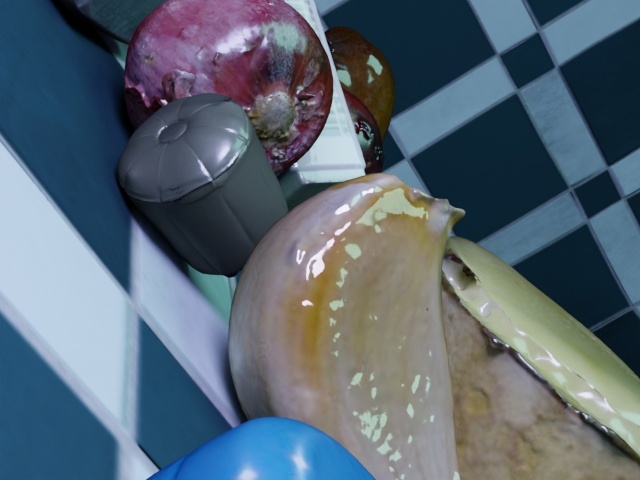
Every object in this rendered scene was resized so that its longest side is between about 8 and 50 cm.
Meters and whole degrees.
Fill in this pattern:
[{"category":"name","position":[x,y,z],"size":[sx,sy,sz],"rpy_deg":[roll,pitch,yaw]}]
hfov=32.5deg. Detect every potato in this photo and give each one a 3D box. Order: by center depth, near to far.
[{"category":"potato","position":[0.131,0.163,0.805],"size":[0.285,0.242,0.242],"rpy_deg":[42,5,7]}]

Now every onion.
[{"category":"onion","position":[-0.082,-0.129,0.846],"size":[0.195,0.159,0.159],"rpy_deg":[46,-4,47]}]

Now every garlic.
[{"category":"garlic","position":[0.027,0.080,0.689],"size":[0.145,0.164,0.245],"rpy_deg":[67,13,-78]}]

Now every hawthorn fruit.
[{"category":"hawthorn fruit","position":[0.011,-0.196,1.683],"size":[0.208,0.208,0.248],"rpy_deg":[-112,-167,-51]}]

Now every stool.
[{"category":"stool","position":[-0.074,-0.035,0.733],"size":[0.110,0.096,0.096],"rpy_deg":[60,5,-42]}]

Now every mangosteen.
[{"category":"mangosteen","position":[-0.006,-0.084,1.219],"size":[0.166,0.166,0.180],"rpy_deg":[-113,-166,-50]}]

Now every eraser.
[{"category":"eraser","position":[-0.052,-0.154,1.007],"size":[0.124,0.081,0.279],"rpy_deg":[-39,-118,53]}]

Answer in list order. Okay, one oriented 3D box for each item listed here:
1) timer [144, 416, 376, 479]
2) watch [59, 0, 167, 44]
[{"category":"timer","position":[0.045,0.235,0.334],"size":[0.340,0.115,0.309],"rpy_deg":[55,9,-32]},{"category":"watch","position":[-0.197,-0.299,0.867],"size":[0.241,0.162,0.253],"rpy_deg":[47,3,9]}]
